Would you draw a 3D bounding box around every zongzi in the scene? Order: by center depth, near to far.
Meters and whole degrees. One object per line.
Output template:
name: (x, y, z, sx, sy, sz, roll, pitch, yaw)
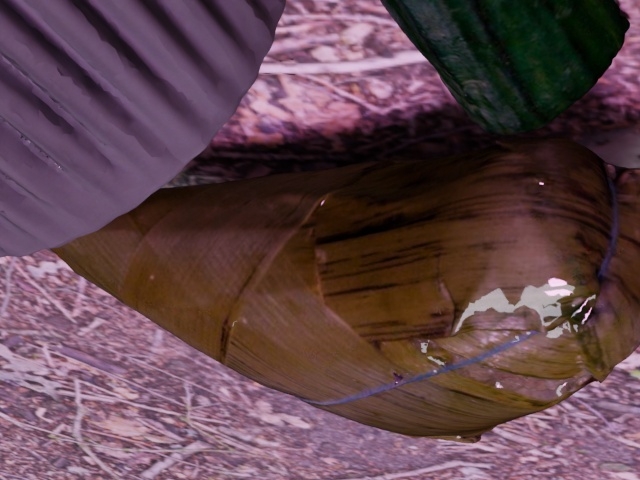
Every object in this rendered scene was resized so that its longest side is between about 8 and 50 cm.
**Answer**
zongzi: (0.000, 0.000, 1.027, 0.360, 0.160, 0.323, 21, 156, -9)

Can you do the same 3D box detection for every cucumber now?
cucumber: (0.063, -0.143, 0.858, 0.115, 0.063, 0.244, -7, 144, 33)

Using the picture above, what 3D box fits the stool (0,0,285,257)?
stool: (-0.193, -0.173, 0.696, 0.297, 0.297, 0.330, -3, 152, 29)
